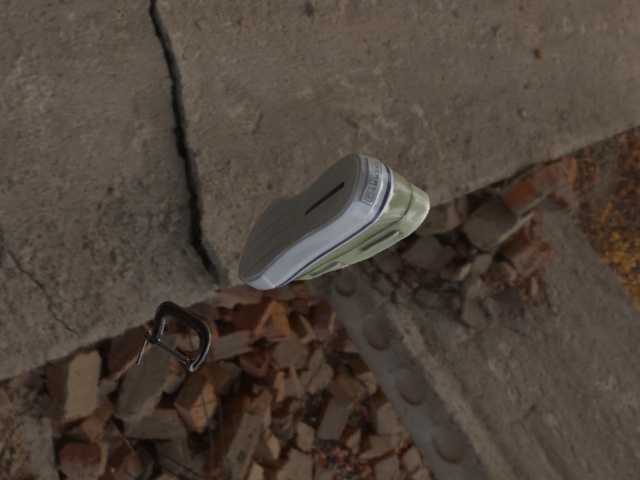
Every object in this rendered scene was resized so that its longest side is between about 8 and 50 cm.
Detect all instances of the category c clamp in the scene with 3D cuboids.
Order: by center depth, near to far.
[{"bbox_3d":[-0.259,0.182,1.289,0.022,0.160,0.137,3,102,-56],"label":"c clamp"}]

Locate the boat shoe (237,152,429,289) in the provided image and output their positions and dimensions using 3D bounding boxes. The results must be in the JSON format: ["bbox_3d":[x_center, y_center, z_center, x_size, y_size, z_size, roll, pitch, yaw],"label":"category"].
[{"bbox_3d":[0.000,0.000,0.798,0.094,0.302,0.109,24,65,-22],"label":"boat shoe"}]
